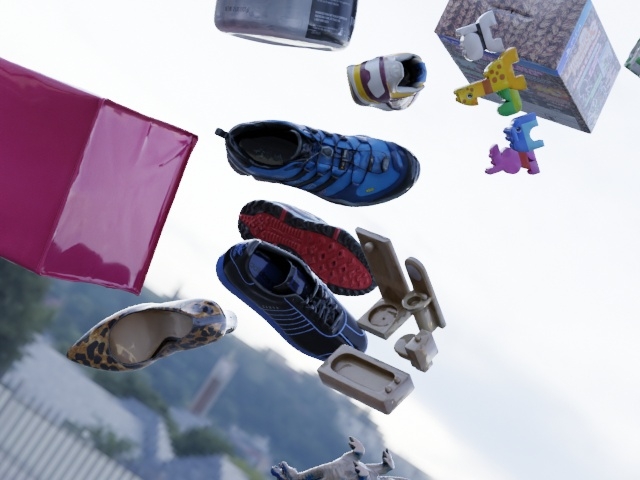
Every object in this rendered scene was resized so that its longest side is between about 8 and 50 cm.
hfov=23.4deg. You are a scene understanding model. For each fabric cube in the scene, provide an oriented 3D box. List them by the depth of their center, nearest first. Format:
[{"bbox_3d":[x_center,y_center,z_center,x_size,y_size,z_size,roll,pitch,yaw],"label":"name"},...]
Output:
[{"bbox_3d":[-0.371,-0.094,2.146,0.258,0.254,0.259,20,0,27],"label":"fabric cube"}]

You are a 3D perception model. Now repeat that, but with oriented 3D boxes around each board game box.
[{"bbox_3d":[0.362,-0.328,2.658,0.232,0.141,0.291,22,-9,26],"label":"board game box"}]

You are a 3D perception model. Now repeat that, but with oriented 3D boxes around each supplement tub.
[{"bbox_3d":[-0.032,-0.450,2.208,0.207,0.338,0.207,8,2,0],"label":"supplement tub"}]

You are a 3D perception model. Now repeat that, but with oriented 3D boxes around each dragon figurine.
[{"bbox_3d":[0.048,0.401,2.515,0.289,0.144,0.085,25,40,-42],"label":"dragon figurine"}]

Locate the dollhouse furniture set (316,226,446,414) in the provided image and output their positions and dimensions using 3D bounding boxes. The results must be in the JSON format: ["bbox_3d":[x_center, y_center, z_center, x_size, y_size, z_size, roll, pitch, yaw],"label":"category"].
[{"bbox_3d":[0.063,0.093,1.824,0.144,0.151,0.123,22,-35,43],"label":"dollhouse furniture set"}]

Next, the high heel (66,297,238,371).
[{"bbox_3d":[-0.254,0.132,2.180,0.261,0.093,0.186,-13,-5,6],"label":"high heel"}]

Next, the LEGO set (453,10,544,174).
[{"bbox_3d":[0.223,-0.181,2.034,0.087,0.093,0.227,-149,-139,-80],"label":"LEGO set"}]

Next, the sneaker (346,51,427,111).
[{"bbox_3d":[0.105,-0.200,1.937,0.084,0.070,0.185,-10,3,27],"label":"sneaker"}]

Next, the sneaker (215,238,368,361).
[{"bbox_3d":[-0.025,0.079,1.960,0.232,0.081,0.090,34,-25,-15],"label":"sneaker"}]

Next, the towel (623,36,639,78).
[{"bbox_3d":[0.599,-0.327,2.176,0.248,0.325,0.038,29,6,-22],"label":"towel"}]

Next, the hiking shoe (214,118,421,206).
[{"bbox_3d":[-0.003,-0.116,2.314,0.304,0.113,0.132,6,-4,8],"label":"hiking shoe"}]

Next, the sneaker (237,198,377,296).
[{"bbox_3d":[0.000,0.000,2.485,0.262,0.104,0.125,31,19,23],"label":"sneaker"}]
